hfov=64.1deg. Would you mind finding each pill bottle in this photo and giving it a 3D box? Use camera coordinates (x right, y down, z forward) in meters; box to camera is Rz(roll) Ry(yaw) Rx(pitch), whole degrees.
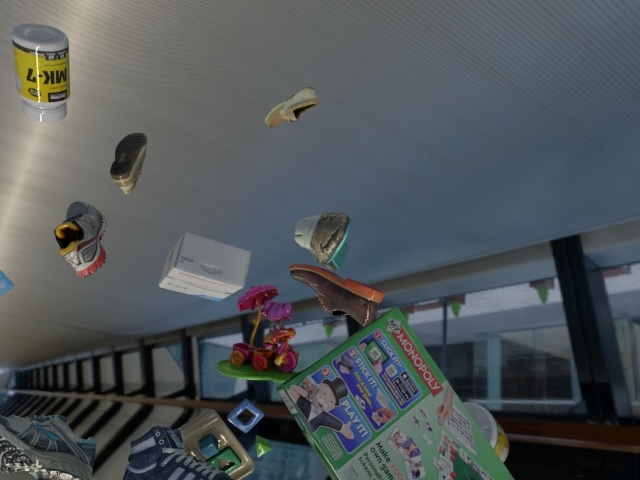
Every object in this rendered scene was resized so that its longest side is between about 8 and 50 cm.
[{"bbox_3d":[0.350,0.442,1.134,0.118,0.117,0.208,-5,147,29],"label":"pill bottle"},{"bbox_3d":[-0.676,-0.404,1.247,0.119,0.119,0.208,11,130,-11],"label":"pill bottle"}]

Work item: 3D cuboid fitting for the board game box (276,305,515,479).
[{"bbox_3d":[0.113,0.280,0.713,0.214,0.317,0.046,-29,169,-27],"label":"board game box"}]

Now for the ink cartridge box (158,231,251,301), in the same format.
[{"bbox_3d":[-0.387,0.096,1.687,0.223,0.128,0.307,18,158,-20],"label":"ink cartridge box"}]

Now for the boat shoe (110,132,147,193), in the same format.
[{"bbox_3d":[-0.447,-0.181,1.206,0.068,0.190,0.072,-3,133,5],"label":"boat shoe"}]

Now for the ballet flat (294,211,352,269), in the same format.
[{"bbox_3d":[0.000,0.000,1.700,0.182,0.164,0.483,21,170,6],"label":"ballet flat"}]

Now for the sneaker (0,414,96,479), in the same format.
[{"bbox_3d":[-0.596,0.413,1.059,0.110,0.122,0.283,-34,120,21],"label":"sneaker"}]

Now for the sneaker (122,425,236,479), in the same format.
[{"bbox_3d":[-0.235,0.421,0.940,0.282,0.153,0.099,-5,155,10],"label":"sneaker"}]

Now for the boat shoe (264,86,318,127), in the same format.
[{"bbox_3d":[-0.064,-0.286,1.133,0.135,0.045,0.050,-30,167,24],"label":"boat shoe"}]

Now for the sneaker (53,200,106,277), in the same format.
[{"bbox_3d":[-0.529,-0.024,1.124,0.088,0.225,0.092,-33,135,-2],"label":"sneaker"}]

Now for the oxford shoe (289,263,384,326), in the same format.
[{"bbox_3d":[0.018,0.123,1.213,0.271,0.098,0.097,18,177,41],"label":"oxford shoe"}]

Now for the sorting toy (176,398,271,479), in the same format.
[{"bbox_3d":[-0.270,0.506,1.160,0.196,0.348,0.047,62,174,-20],"label":"sorting toy"}]

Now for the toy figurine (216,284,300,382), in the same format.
[{"bbox_3d":[-0.097,0.160,0.922,0.173,0.159,0.130,7,180,25],"label":"toy figurine"}]

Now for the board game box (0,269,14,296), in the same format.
[{"bbox_3d":[-0.955,0.140,1.286,0.317,0.242,0.064,11,137,37],"label":"board game box"}]
